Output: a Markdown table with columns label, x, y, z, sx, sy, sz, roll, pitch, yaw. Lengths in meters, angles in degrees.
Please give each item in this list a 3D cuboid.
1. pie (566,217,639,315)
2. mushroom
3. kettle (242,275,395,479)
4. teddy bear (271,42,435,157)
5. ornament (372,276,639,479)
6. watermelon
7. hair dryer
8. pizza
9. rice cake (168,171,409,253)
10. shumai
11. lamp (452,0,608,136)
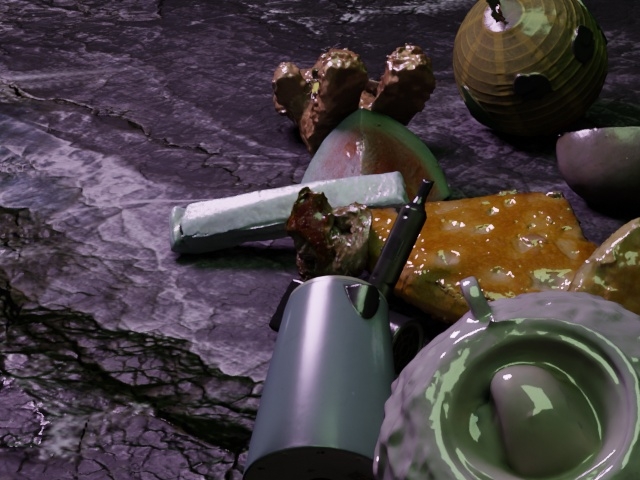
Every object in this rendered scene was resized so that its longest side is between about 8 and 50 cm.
| label | x | y | z | sx | sy | sz | roll | pitch | yaw |
| --- | --- | --- | --- | --- | --- | --- | --- | --- | --- |
| pie | 0.402 | 0.122 | 1.530 | 0.339 | 0.339 | 0.083 | 9 | -8 | 17 |
| mushroom | 0.430 | -0.102 | 2.091 | 0.188 | 0.141 | 0.117 | 4 | 64 | 19 |
| kettle | 0.000 | 0.178 | 1.543 | 0.160 | 0.210 | 0.243 | 20 | 45 | -15 |
| teddy bear | 0.046 | -0.235 | 2.211 | 0.246 | 0.296 | 0.222 | 0 | 53 | -17 |
| ornament | 0.218 | 0.217 | 1.336 | 0.337 | 0.337 | 0.337 | -1 | 30 | 1 |
| watermelon | 0.081 | -0.063 | 2.110 | 0.207 | 0.136 | 0.202 | 22 | 69 | -11 |
| hair dryer | 0.064 | 0.028 | 1.796 | 0.195 | 0.078 | 0.248 | 20 | 78 | 33 |
| pizza | 0.224 | 0.031 | 1.864 | 0.409 | 0.114 | 0.278 | 17 | 35 | 28 |
| rice cake | -0.046 | -0.037 | 1.997 | 0.336 | 0.063 | 0.066 | -7 | 56 | 5 |
| shumai | 0.003 | 0.007 | 1.895 | 0.105 | 0.139 | 0.123 | 9 | 52 | -8 |
| lamp | 0.318 | -0.300 | 2.267 | 0.250 | 0.284 | 0.250 | -16 | 52 | 22 |
